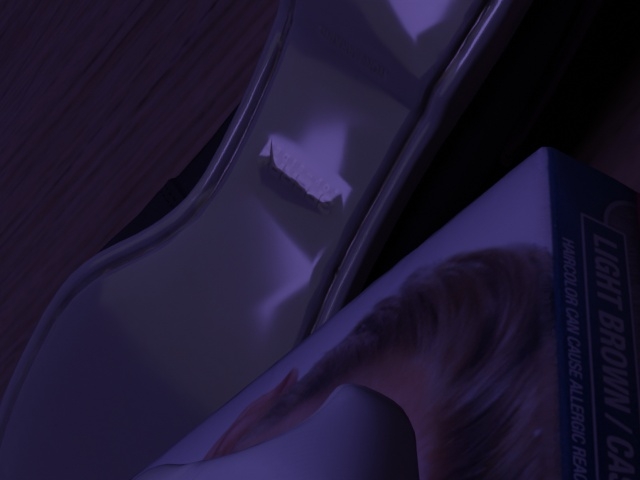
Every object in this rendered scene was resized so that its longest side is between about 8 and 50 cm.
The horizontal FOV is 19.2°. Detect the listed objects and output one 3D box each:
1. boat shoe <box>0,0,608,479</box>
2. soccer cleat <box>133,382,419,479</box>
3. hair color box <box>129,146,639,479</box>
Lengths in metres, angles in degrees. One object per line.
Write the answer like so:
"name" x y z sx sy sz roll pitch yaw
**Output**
"boat shoe" 0.000 0.000 0.632 0.112 0.095 0.335 45 116 26
"soccer cleat" -0.044 0.094 0.395 0.196 0.068 0.076 -34 27 43
"hair color box" -0.015 0.146 0.482 0.347 0.105 0.174 -41 34 40
